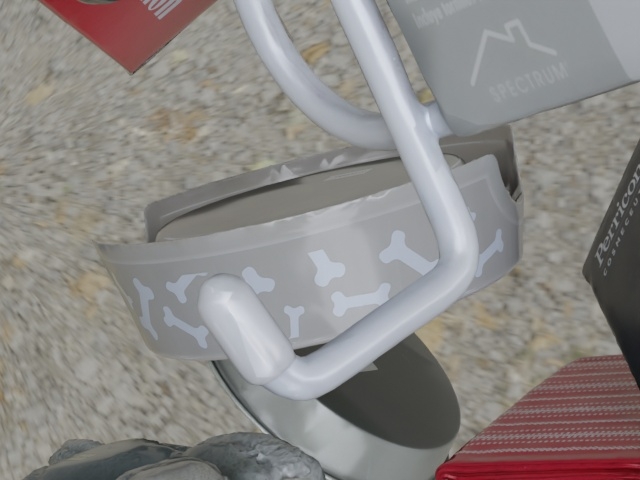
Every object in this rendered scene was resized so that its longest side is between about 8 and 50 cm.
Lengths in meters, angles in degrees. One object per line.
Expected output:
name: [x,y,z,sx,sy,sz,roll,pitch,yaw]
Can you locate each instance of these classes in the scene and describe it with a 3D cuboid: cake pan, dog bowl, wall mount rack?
cake pan: [0.017,0.123,1.713,0.293,0.293,0.054,33,114,-11]
dog bowl: [0.000,0.000,1.417,0.348,0.349,0.102,-15,99,-12]
wall mount rack: [0.001,-0.116,0.425,0.130,0.350,0.304,-30,97,-30]

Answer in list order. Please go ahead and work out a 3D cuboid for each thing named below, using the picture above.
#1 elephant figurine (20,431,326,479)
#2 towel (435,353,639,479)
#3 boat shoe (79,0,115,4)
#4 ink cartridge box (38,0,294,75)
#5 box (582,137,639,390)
elephant figurine: [-0.061,0.204,0.699,0.169,0.186,0.239,-12,93,31]
towel: [0.238,0.148,1.492,0.275,0.199,0.031,-28,109,-53]
boat shoe: [-0.131,-0.288,0.959,0.121,0.119,0.335,3,79,-35]
ink cartridge box: [-0.162,-0.232,1.310,0.130,0.309,0.272,-40,82,2]
box: [0.445,-0.030,1.244,0.297,0.472,0.480,15,115,-13]
